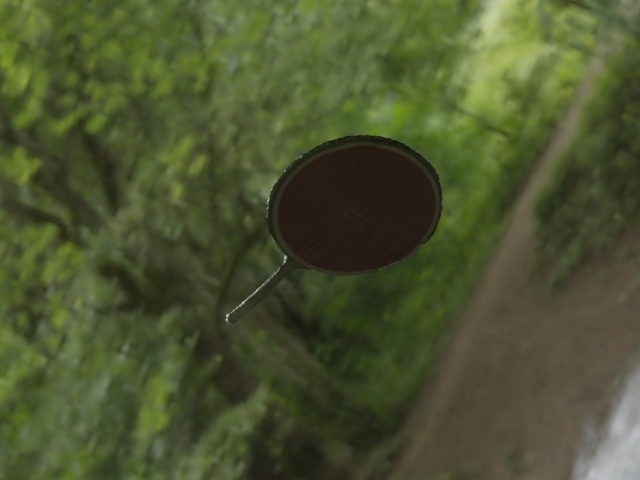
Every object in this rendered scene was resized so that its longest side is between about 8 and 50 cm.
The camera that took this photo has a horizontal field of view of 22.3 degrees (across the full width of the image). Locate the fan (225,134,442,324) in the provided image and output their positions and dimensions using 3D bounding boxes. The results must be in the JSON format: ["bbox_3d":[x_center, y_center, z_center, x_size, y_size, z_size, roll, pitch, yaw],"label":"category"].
[{"bbox_3d":[0.000,0.000,0.782,0.133,0.085,0.005,-42,33,23],"label":"fan"}]
